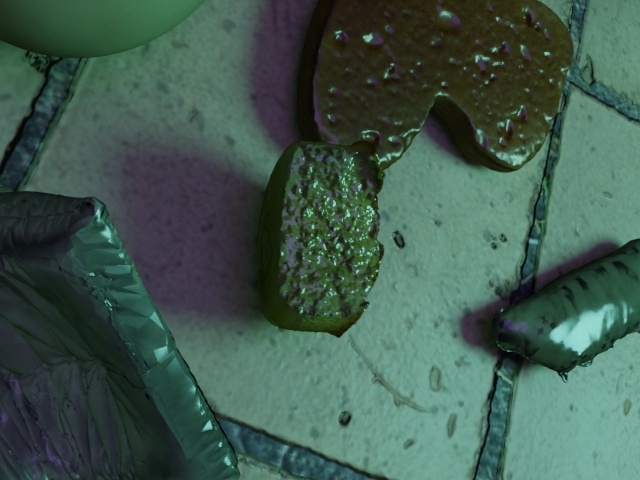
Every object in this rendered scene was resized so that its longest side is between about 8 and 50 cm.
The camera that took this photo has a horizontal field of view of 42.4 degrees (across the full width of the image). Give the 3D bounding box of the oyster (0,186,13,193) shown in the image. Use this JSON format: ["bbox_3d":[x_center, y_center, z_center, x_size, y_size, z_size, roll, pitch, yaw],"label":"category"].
[{"bbox_3d":[-0.272,-0.005,0.558,0.177,0.064,0.125,-21,93,-30],"label":"oyster"}]

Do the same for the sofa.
[{"bbox_3d":[-0.200,0.105,0.466,0.225,0.176,0.210,-38,121,-33],"label":"sofa"}]

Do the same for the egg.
[{"bbox_3d":[-0.163,-0.232,0.598,0.242,0.186,0.186,-33,93,-32],"label":"egg"}]

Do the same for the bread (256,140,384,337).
[{"bbox_3d":[-0.003,-0.002,0.660,0.086,0.125,0.156,5,85,-18],"label":"bread"}]

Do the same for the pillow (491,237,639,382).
[{"bbox_3d":[0.267,0.073,0.817,0.241,0.051,0.093,-22,82,-31],"label":"pillow"}]

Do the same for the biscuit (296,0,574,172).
[{"bbox_3d":[0.113,-0.156,0.800,0.277,0.052,0.262,21,73,-22],"label":"biscuit"}]
